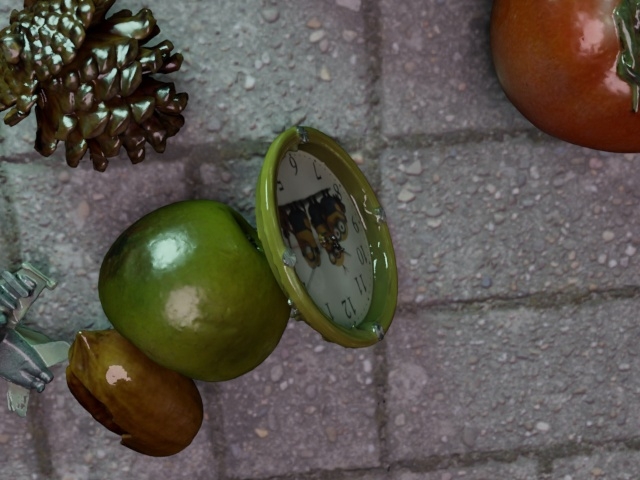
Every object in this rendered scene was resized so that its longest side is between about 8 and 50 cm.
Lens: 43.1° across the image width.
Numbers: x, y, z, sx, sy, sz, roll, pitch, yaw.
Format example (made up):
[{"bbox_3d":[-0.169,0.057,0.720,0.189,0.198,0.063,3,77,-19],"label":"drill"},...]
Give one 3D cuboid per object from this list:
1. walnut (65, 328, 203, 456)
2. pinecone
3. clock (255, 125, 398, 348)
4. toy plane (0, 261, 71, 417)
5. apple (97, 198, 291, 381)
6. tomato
[{"bbox_3d":[-0.198,0.158,0.862,0.116,0.116,0.207,-29,133,1],"label":"walnut"},{"bbox_3d":[-0.221,-0.156,0.778,0.195,0.150,0.179,33,97,-13],"label":"pinecone"},{"bbox_3d":[0.000,0.000,0.822,0.057,0.237,0.237,-20,107,29],"label":"clock"},{"bbox_3d":[-0.389,0.074,0.846,0.262,0.088,0.192,37,98,-13],"label":"toy plane"},{"bbox_3d":[-0.121,0.047,0.819,0.157,0.196,0.196,-45,104,7],"label":"apple"},{"bbox_3d":[0.291,-0.209,0.787,0.255,0.224,0.256,-1,99,-7],"label":"tomato"}]
